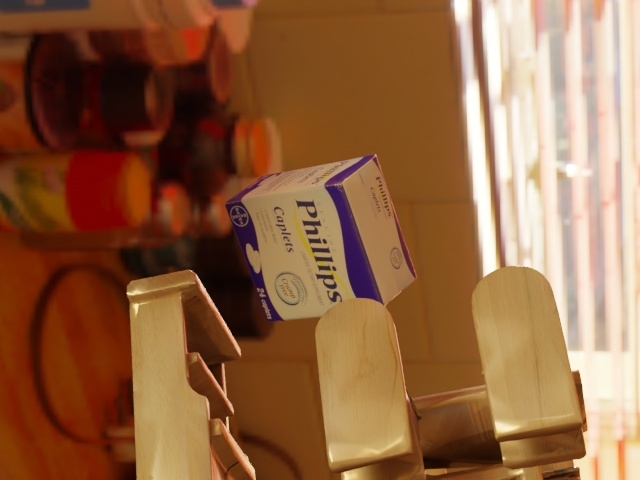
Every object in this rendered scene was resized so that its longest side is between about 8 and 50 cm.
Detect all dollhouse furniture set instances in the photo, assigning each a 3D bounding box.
[{"bbox_3d":[0.040,0.151,1.314,0.362,0.394,0.256,67,13,-59],"label":"dollhouse furniture set"}]

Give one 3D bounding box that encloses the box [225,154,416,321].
[{"bbox_3d":[0.000,0.000,1.316,0.072,0.137,0.126,-37,112,-51],"label":"box"}]
